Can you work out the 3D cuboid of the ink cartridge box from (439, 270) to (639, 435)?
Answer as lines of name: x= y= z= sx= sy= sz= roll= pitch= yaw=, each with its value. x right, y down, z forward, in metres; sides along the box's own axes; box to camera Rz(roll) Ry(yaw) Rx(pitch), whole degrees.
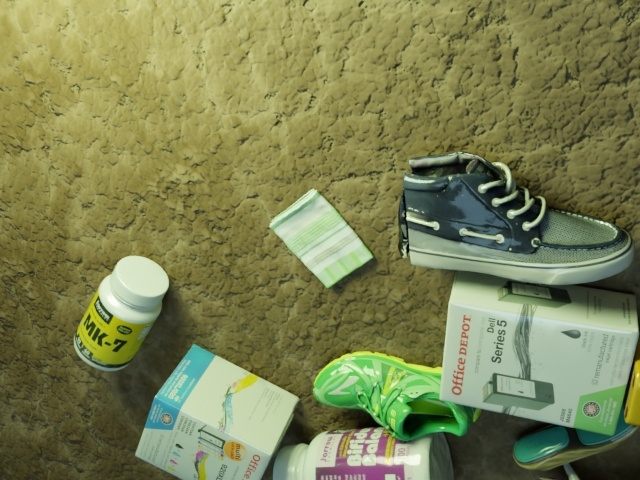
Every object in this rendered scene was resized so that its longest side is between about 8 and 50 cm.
ink cartridge box: x=0.332 y=0.169 z=1.215 sx=0.273 sy=0.114 sz=0.198 roll=8 pitch=119 yaw=15

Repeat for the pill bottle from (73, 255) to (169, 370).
pill bottle: x=-0.363 y=0.133 z=1.432 sx=0.119 sy=0.119 sz=0.208 roll=34 pitch=122 yaw=-1

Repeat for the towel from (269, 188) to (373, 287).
towel: x=0.000 y=0.000 z=1.293 sx=0.113 sy=0.023 sz=0.152 roll=-35 pitch=102 yaw=31

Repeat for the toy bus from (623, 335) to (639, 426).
toy bus: x=0.619 y=0.221 z=1.122 sx=0.333 sy=0.130 sz=0.108 roll=7 pitch=120 yaw=15

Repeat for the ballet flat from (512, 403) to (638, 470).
ballet flat: x=0.434 y=0.328 z=1.303 sx=0.232 sy=0.080 sz=0.073 roll=-29 pitch=133 yaw=32

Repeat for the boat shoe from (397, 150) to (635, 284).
boat shoe: x=0.270 y=-0.038 z=1.116 sx=0.341 sy=0.127 sz=0.158 roll=2 pitch=125 yaw=19

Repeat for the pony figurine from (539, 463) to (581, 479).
pony figurine: x=0.530 y=0.545 z=1.248 sx=0.364 sy=0.350 sz=0.303 roll=3 pitch=160 yaw=17

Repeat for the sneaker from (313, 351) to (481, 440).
sneaker: x=0.124 y=0.268 z=1.334 sx=0.296 sy=0.123 sz=0.109 roll=3 pitch=118 yaw=18

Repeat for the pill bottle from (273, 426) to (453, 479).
pill bottle: x=0.074 y=0.424 z=1.408 sx=0.302 sy=0.169 sz=0.169 roll=-10 pitch=113 yaw=23

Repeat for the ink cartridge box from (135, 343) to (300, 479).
ink cartridge box: x=-0.189 y=0.347 z=1.456 sx=0.233 sy=0.168 sz=0.171 roll=26 pitch=121 yaw=4
